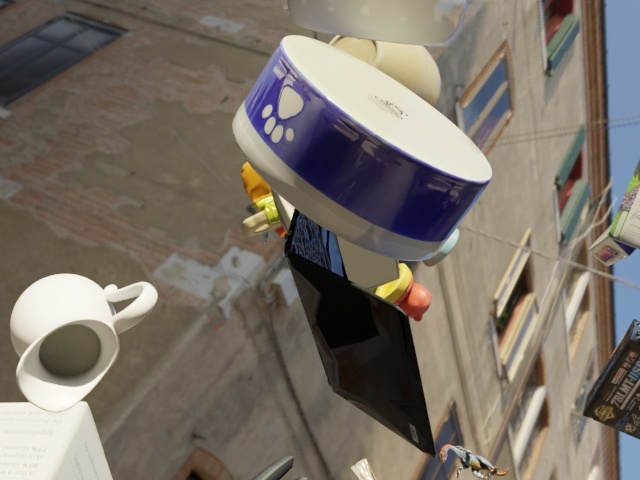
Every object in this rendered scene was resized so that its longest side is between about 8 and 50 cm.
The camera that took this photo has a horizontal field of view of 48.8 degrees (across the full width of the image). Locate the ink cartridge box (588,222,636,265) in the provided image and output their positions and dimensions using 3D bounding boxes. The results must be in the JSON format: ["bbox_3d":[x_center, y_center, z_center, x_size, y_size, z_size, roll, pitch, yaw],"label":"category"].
[{"bbox_3d":[0.650,-0.042,1.443,0.069,0.176,0.371,43,5,17],"label":"ink cartridge box"}]

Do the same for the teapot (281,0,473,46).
[{"bbox_3d":[0.075,-0.361,0.915,0.252,0.256,0.187,27,-62,43],"label":"teapot"}]

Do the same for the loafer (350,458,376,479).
[{"bbox_3d":[0.113,0.503,1.436,0.125,0.039,0.045,48,-11,26],"label":"loafer"}]

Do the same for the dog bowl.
[{"bbox_3d":[0.046,-0.102,0.749,0.265,0.265,0.104,36,-65,3],"label":"dog bowl"}]

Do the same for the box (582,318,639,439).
[{"bbox_3d":[0.759,0.334,1.516,0.293,0.073,0.295,22,-45,16],"label":"box"}]

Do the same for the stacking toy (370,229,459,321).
[{"bbox_3d":[0.251,0.080,1.956,0.130,0.309,0.279,38,-18,-12],"label":"stacking toy"}]

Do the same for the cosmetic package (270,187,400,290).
[{"bbox_3d":[0.015,-0.037,1.237,0.153,0.296,0.129,-18,-56,-6],"label":"cosmetic package"}]

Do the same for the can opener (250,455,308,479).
[{"bbox_3d":[-0.073,0.255,0.630,0.073,0.186,0.059,-26,-96,38],"label":"can opener"}]

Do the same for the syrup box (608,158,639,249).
[{"bbox_3d":[0.397,-0.091,0.707,0.096,0.093,0.237,36,-69,58],"label":"syrup box"}]

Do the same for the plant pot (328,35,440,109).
[{"bbox_3d":[0.103,-0.362,1.560,0.284,0.284,0.191,13,-8,28],"label":"plant pot"}]

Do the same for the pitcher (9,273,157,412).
[{"bbox_3d":[-0.286,0.098,0.857,0.125,0.178,0.207,59,-14,-22],"label":"pitcher"}]

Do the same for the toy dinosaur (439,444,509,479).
[{"bbox_3d":[0.224,0.337,1.065,0.090,0.047,0.082,23,7,-44],"label":"toy dinosaur"}]

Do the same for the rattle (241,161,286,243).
[{"bbox_3d":[-0.126,-0.075,1.540,0.130,0.200,0.143,-42,-96,7],"label":"rattle"}]

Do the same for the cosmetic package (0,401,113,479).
[{"bbox_3d":[-0.556,0.510,1.128,0.329,0.393,0.327,-1,-61,7],"label":"cosmetic package"}]

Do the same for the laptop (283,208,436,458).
[{"bbox_3d":[0.053,0.065,0.791,0.137,0.264,0.234,-4,-50,14],"label":"laptop"}]
